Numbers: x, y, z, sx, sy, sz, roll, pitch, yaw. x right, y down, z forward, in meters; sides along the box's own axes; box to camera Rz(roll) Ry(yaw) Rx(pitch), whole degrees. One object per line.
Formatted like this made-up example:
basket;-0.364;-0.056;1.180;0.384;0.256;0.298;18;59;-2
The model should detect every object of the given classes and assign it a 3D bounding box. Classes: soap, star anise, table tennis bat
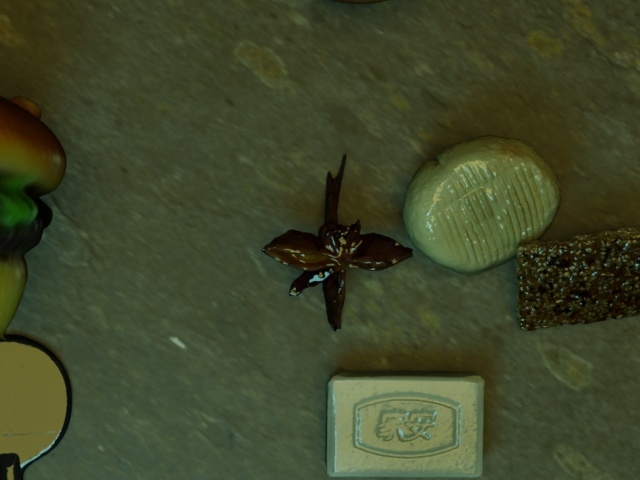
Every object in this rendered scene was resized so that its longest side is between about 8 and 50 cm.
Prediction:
soap;0.097;0.213;1.850;0.183;0.064;0.121;0;92;-3
star anise;0.010;-0.003;1.848;0.140;0.144;0.158;-41;124;15
table tennis bat;-0.363;0.228;1.841;0.150;0.027;0.236;-3;89;-4

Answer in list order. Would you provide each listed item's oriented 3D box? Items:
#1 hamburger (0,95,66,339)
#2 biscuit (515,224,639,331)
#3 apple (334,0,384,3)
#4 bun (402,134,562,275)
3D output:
hamburger;-0.464;-0.068;1.675;0.396;0.396;0.277;17;90;-3
biscuit;0.345;0.041;1.847;0.237;0.026;0.131;-8;131;-3
apple;0.052;-0.383;1.758;0.242;0.241;0.242;0;91;-6
bun;0.185;-0.046;1.838;0.188;0.111;0.164;-30;111;-3
